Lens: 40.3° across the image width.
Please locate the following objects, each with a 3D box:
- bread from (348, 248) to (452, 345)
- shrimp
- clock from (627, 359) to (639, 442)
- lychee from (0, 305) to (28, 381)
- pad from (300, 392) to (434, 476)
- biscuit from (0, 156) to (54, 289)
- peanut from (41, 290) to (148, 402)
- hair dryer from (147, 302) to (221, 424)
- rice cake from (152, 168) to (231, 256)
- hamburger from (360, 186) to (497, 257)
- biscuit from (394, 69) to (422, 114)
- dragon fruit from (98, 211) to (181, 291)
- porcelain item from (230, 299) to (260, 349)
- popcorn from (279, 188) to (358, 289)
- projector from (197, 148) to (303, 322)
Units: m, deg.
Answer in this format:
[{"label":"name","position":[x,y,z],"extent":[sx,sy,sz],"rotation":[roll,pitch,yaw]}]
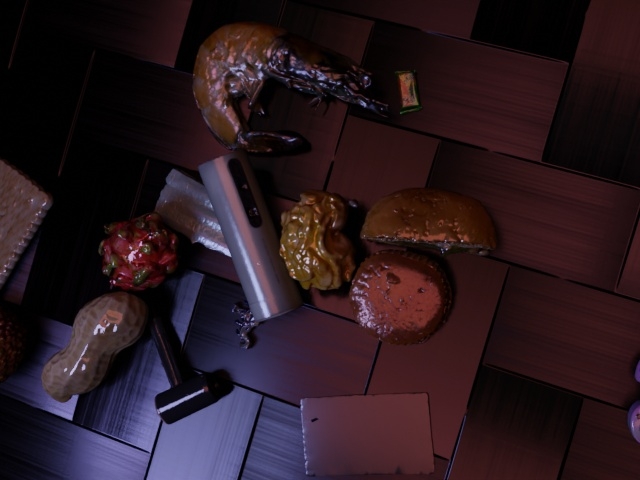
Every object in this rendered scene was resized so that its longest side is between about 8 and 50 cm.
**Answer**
[{"label":"bread","position":[0.152,0.110,1.687],"extent":[0.199,0.104,0.199],"rotation":[0,89,15]},{"label":"shrimp","position":[-0.070,-0.293,1.782],"extent":[0.444,0.085,0.272],"rotation":[17,97,18]},{"label":"clock","position":[0.677,0.261,1.552],"extent":[0.227,0.090,0.248],"rotation":[11,88,15]},{"label":"lychee","position":[-0.725,0.222,1.876],"extent":[0.188,0.188,0.188],"rotation":[-1,87,15]},{"label":"pad","position":[0.091,0.387,1.739],"extent":[0.264,0.009,0.160],"rotation":[-5,86,16]},{"label":"biscuit","position":[-0.747,-0.016,1.959],"extent":[0.217,0.044,0.325],"rotation":[33,96,15]},{"label":"peanut","position":[-0.482,0.221,1.836],"extent":[0.136,0.120,0.298],"rotation":[45,102,26]},{"label":"hair dryer","position":[-0.304,0.241,1.824],"extent":[0.128,0.070,0.256],"rotation":[-24,77,12]},{"label":"rice cake","position":[-0.233,-0.050,1.828],"extent":[0.237,0.043,0.127],"rotation":[25,94,15]},{"label":"hamburger","position":[0.211,-0.036,1.669],"extent":[0.261,0.124,0.131],"rotation":[8,88,14]},{"label":"biscuit","position":[0.176,-0.300,1.748],"extent":[0.046,0.016,0.089],"rotation":[-9,85,14]},{"label":"dragon fruit","position":[-0.370,0.016,1.796],"extent":[0.172,0.160,0.166],"rotation":[-34,105,30]},{"label":"porcelain item","position":[-0.155,0.151,1.808],"extent":[0.075,0.021,0.136],"rotation":[25,93,19]},{"label":"popcorn","position":[-0.011,-0.003,1.705],"extent":[0.163,0.140,0.194],"rotation":[15,116,52]},{"label":"projector","position":[-0.138,-0.009,1.733],"extent":[0.108,0.108,0.338],"rotation":[-21,90,13]}]
